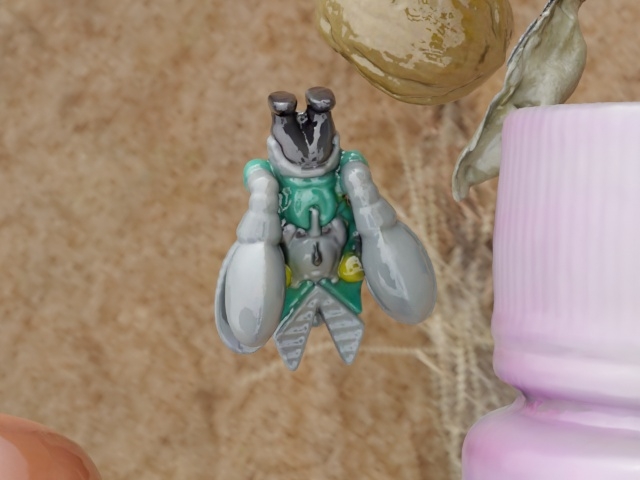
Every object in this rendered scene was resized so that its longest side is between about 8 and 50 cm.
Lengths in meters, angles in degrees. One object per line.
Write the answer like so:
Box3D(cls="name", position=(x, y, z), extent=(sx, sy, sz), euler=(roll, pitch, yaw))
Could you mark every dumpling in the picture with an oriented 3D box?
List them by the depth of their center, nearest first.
Box3D(cls="dumpling", position=(0.263, -0.193, 2.130), extent=(0.086, 0.166, 0.332), euler=(28, 77, 5))

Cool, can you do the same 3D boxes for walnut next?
Box3D(cls="walnut", position=(0.079, -0.186, 1.445), extent=(0.166, 0.167, 0.149), euler=(46, 122, 40))

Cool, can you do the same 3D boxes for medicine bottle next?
Box3D(cls="medicine bottle", position=(0.160, 0.144, 0.683), extent=(0.219, 0.219, 0.388), euler=(1, 91, 34))

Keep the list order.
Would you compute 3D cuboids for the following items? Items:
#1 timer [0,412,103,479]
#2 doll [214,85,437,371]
Box3D(cls="timer", position=(-0.280, 0.252, 1.428), extent=(0.230, 0.230, 0.214), euler=(-4, 67, 32))
Box3D(cls="doll", position=(-0.019, 0.008, 1.592), extent=(0.195, 0.258, 0.153), euler=(-30, 23, 7))
